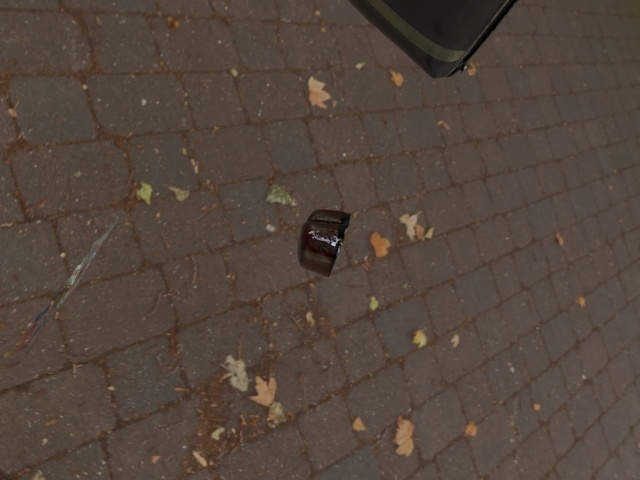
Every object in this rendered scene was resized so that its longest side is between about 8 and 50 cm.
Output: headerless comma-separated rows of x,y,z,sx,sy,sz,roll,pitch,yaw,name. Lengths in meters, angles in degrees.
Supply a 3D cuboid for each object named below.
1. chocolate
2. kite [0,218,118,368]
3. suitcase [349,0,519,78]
0.000,0.000,0.903,0.080,0.125,0.149,20,32,0,chocolate
-0.314,0.066,0.607,0.016,0.127,0.229,31,33,-14,kite
0.160,-0.403,0.601,0.283,0.434,0.194,44,73,2,suitcase
